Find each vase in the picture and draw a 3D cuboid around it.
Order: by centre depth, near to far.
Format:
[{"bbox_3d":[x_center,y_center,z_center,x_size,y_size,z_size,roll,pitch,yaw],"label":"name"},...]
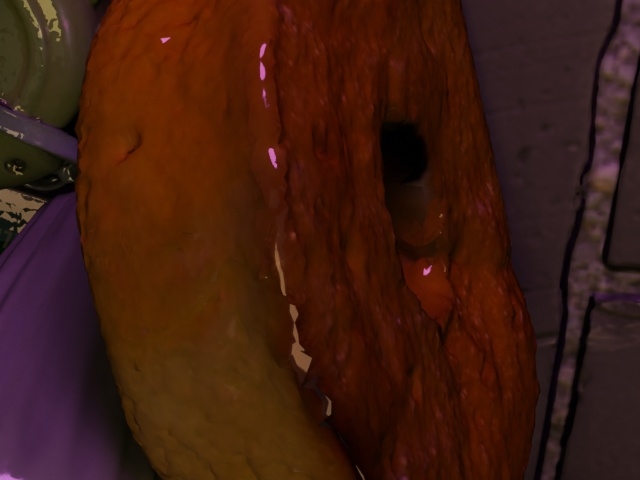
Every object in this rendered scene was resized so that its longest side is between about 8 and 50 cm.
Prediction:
[{"bbox_3d":[-0.117,0.075,0.711,0.128,0.248,0.128,4,131,5],"label":"vase"}]

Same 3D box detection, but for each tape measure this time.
[{"bbox_3d":[-0.173,-0.100,0.763,0.177,0.087,0.154,21,117,-7],"label":"tape measure"}]

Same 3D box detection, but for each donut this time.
[{"bbox_3d":[0.000,0.000,0.695,0.110,0.303,0.303,-8,117,23],"label":"donut"}]

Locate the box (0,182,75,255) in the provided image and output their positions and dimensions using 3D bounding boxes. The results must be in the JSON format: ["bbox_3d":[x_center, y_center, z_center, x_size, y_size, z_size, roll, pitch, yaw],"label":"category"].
[{"bbox_3d":[-0.187,-0.022,0.831,0.207,0.041,0.050,18,114,-3],"label":"box"}]
